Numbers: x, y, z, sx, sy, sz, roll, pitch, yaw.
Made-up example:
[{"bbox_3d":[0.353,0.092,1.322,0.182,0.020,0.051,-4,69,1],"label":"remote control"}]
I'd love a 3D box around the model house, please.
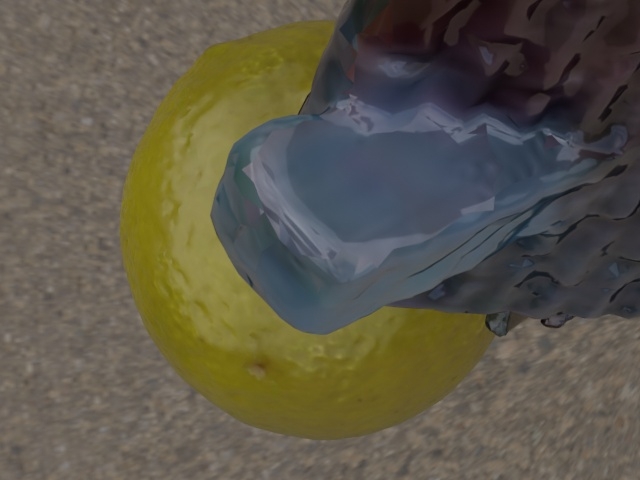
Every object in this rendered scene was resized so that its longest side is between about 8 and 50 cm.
[{"bbox_3d":[0.150,-0.099,0.352,0.339,0.360,0.297,-23,70,-26],"label":"model house"}]

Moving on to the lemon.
[{"bbox_3d":[0.000,0.000,0.672,0.178,0.203,0.178,1,56,-2],"label":"lemon"}]

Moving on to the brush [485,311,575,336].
[{"bbox_3d":[0.137,-0.032,0.562,0.036,0.248,0.043,9,117,39],"label":"brush"}]
